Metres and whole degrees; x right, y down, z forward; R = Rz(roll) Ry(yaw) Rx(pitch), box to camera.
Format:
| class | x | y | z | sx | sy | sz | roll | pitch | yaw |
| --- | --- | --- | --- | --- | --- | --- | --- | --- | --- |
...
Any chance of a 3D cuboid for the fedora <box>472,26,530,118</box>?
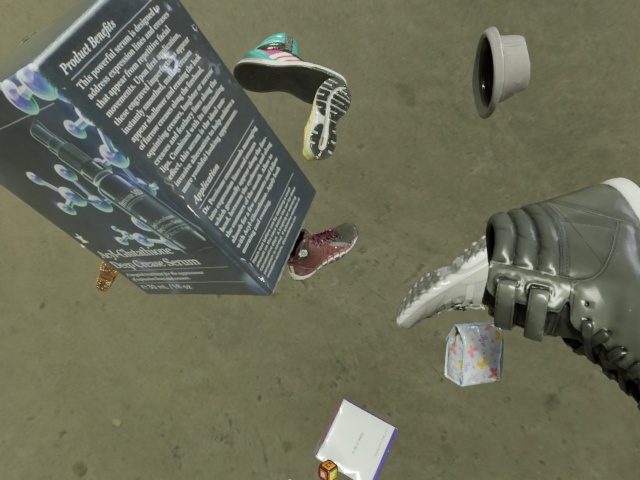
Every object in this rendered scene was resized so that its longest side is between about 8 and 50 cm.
| class | x | y | z | sx | sy | sz | roll | pitch | yaw |
| --- | --- | --- | --- | --- | --- | --- | --- | --- | --- |
| fedora | 0.551 | -0.509 | 1.399 | 0.124 | 0.275 | 0.244 | -6 | 62 | 7 |

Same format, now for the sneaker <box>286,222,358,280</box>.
| class | x | y | z | sx | sy | sz | roll | pitch | yaw |
| --- | --- | --- | --- | --- | --- | --- | --- | --- | --- |
| sneaker | 0.000 | 0.000 | 1.499 | 0.281 | 0.106 | 0.162 | -38 | 138 | -16 |

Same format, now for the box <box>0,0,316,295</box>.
| class | x | y | z | sx | sy | sz | roll | pitch | yaw |
| --- | --- | --- | --- | --- | --- | --- | --- | --- | --- |
| box | -0.246 | -0.110 | 0.664 | 0.395 | 0.293 | 0.212 | 51 | 48 | -38 |

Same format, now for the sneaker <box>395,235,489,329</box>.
| class | x | y | z | sx | sy | sz | roll | pitch | yaw |
| --- | --- | --- | --- | --- | --- | --- | --- | --- | --- |
| sneaker | 0.270 | 0.106 | 0.909 | 0.281 | 0.105 | 0.115 | -39 | 95 | 24 |

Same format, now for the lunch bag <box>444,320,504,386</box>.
| class | x | y | z | sx | sy | sz | roll | pitch | yaw |
| --- | --- | --- | --- | --- | --- | --- | --- | --- | --- |
| lunch bag | 0.217 | 0.156 | 0.656 | 0.071 | 0.053 | 0.083 | -3 | 99 | -19 |

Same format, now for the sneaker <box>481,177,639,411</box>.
| class | x | y | z | sx | sy | sz | roll | pitch | yaw |
| --- | --- | --- | --- | --- | --- | --- | --- | --- | --- |
| sneaker | 0.210 | 0.077 | 0.350 | 0.146 | 0.296 | 0.105 | -11 | 137 | 9 |

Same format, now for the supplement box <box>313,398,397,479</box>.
| class | x | y | z | sx | sy | sz | roll | pitch | yaw |
| --- | --- | --- | --- | --- | --- | --- | --- | --- | --- |
| supplement box | 0.060 | 0.390 | 0.896 | 0.114 | 0.220 | 0.111 | 26 | 68 | 10 |

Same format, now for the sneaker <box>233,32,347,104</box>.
| class | x | y | z | sx | sy | sz | roll | pitch | yaw |
| --- | --- | --- | --- | --- | --- | --- | --- | --- | --- |
| sneaker | -0.063 | -0.459 | 1.235 | 0.295 | 0.124 | 0.178 | 13 | 51 | 5 |

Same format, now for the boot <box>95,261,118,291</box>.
| class | x | y | z | sx | sy | sz | roll | pitch | yaw |
| --- | --- | --- | --- | --- | --- | --- | --- | --- | --- |
| boot | -0.679 | 0.088 | 1.516 | 0.059 | 0.085 | 0.158 | 33 | 121 | -13 |

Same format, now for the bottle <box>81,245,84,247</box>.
| class | x | y | z | sx | sy | sz | roll | pitch | yaw |
| --- | --- | --- | --- | --- | --- | --- | --- | --- | --- |
| bottle | -0.670 | -0.121 | 1.268 | 0.118 | 0.092 | 0.283 | -15 | 110 | -10 |

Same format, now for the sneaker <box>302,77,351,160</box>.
| class | x | y | z | sx | sy | sz | roll | pitch | yaw |
| --- | --- | --- | --- | --- | --- | --- | --- | --- | --- |
| sneaker | 0.002 | -0.272 | 1.055 | 0.081 | 0.094 | 0.209 | 24 | 74 | -18 |

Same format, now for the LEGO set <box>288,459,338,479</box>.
| class | x | y | z | sx | sy | sz | roll | pitch | yaw |
| --- | --- | --- | --- | --- | --- | --- | --- | --- | --- |
| LEGO set | -0.036 | 0.429 | 0.625 | 0.244 | 0.060 | 0.182 | -44 | 127 | -29 |
